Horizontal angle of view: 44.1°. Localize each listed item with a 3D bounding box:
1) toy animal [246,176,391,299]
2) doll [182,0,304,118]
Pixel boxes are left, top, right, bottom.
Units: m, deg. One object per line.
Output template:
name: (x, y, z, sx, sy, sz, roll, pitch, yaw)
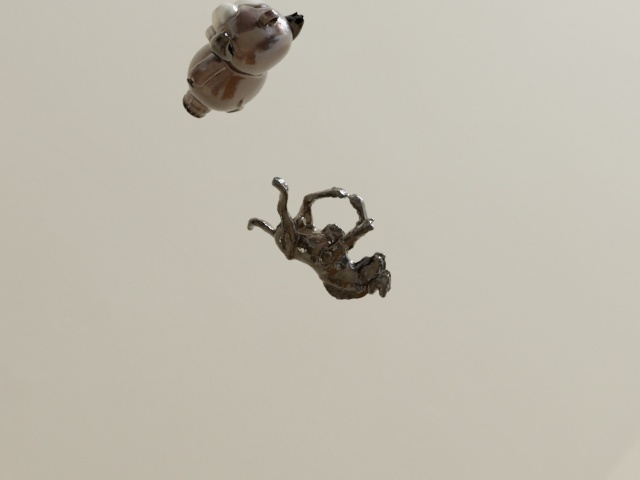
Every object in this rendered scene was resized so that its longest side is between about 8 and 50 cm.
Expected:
toy animal: (0.000, 0.000, 1.122, 0.232, 0.084, 0.148, 24, -66, 10)
doll: (-0.135, -0.296, 1.292, 0.182, 0.257, 0.117, -31, -101, -38)
